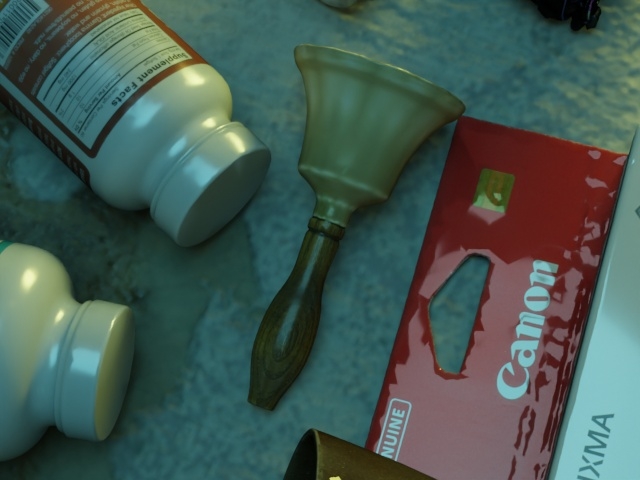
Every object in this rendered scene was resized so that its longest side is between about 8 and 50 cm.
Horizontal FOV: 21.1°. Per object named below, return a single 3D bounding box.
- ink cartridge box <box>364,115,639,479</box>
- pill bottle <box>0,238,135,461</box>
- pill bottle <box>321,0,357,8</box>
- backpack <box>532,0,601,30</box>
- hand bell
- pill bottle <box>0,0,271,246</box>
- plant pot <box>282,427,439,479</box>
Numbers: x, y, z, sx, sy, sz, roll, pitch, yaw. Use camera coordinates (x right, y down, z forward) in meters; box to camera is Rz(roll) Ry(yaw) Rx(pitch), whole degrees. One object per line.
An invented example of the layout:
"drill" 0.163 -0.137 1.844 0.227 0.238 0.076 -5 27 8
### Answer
"ink cartridge box" 0.183 0.064 1.153 0.261 0.066 0.296 14 73 7
"pill bottle" -0.262 0.063 1.141 0.264 0.146 0.146 12 73 7
"pill bottle" 0.040 -0.253 1.254 0.087 0.087 0.160 39 79 14
"backpack" 0.190 -0.254 1.199 0.117 0.173 0.158 40 80 15
"hand bell" 0.000 0.000 1.179 0.126 0.126 0.242 20 86 10
"pill bottle" -0.140 -0.100 1.199 0.121 0.121 0.216 -44 75 -10
"plant pot" 0.079 0.247 1.043 0.230 0.215 0.215 15 73 -6
